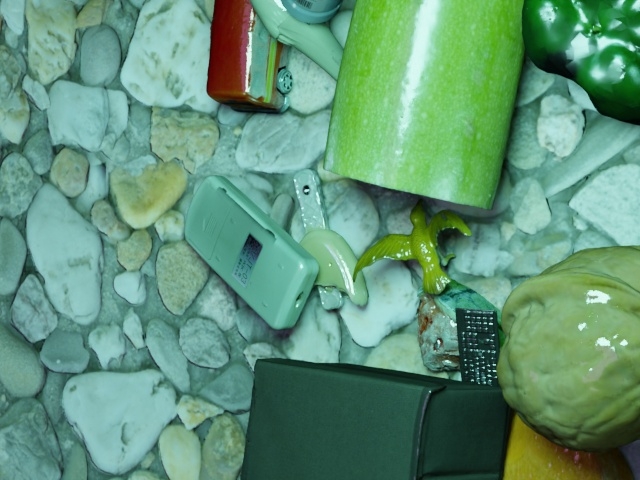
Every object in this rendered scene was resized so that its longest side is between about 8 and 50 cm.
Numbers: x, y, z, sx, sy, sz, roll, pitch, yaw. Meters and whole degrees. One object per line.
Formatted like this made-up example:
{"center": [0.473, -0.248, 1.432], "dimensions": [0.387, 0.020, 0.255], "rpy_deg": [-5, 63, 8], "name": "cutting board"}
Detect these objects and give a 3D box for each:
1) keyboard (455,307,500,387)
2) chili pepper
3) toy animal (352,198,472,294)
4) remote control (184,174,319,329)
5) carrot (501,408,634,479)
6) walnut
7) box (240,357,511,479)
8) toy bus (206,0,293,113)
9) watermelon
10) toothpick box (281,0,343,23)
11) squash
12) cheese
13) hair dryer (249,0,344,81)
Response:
{"center": [0.232, 0.186, 1.802], "dimensions": [0.063, 0.010, 0.198], "rpy_deg": [3, 117, 23], "name": "keyboard"}
{"center": [0.396, -0.283, 1.626], "dimensions": [0.248, 0.256, 0.233], "rpy_deg": [36, 109, 20], "name": "chili pepper"}
{"center": [0.155, 0.007, 1.863], "dimensions": [0.219, 0.155, 0.095], "rpy_deg": [-26, 114, 29], "name": "toy animal"}
{"center": [-0.120, 0.016, 2.019], "dimensions": [0.296, 0.056, 0.140], "rpy_deg": [42, 117, 37], "name": "remote control"}
{"center": [0.319, 0.381, 1.758], "dimensions": [0.258, 0.100, 0.307], "rpy_deg": [-8, 78, 33], "name": "carrot"}
{"center": [0.370, 0.141, 1.616], "dimensions": [0.285, 0.296, 0.285], "rpy_deg": [22, 142, 18], "name": "walnut"}
{"center": [0.075, 0.313, 1.787], "dimensions": [0.345, 0.204, 0.251], "rpy_deg": [4, 87, 45], "name": "box"}
{"center": [-0.112, -0.344, 2.009], "dimensions": [0.121, 0.120, 0.265], "rpy_deg": [7, 91, 34], "name": "toy bus"}
{"center": [0.200, 0.148, 1.844], "dimensions": [0.187, 0.071, 0.139], "rpy_deg": [45, 115, 24], "name": "watermelon"}
{"center": [0.002, -0.397, 1.819], "dimensions": [0.153, 0.101, 0.101], "rpy_deg": [128, 124, -66], "name": "toothpick box"}
{"center": [0.160, -0.258, 1.763], "dimensions": [0.263, 0.263, 0.384], "rpy_deg": [16, 97, 31], "name": "squash"}
{"center": [0.001, 0.000, 1.974], "dimensions": [0.127, 0.050, 0.235], "rpy_deg": [-14, 84, 34], "name": "cheese"}
{"center": [0.018, -0.354, 1.950], "dimensions": [0.219, 0.225, 0.088], "rpy_deg": [65, 163, -10], "name": "hair dryer"}
